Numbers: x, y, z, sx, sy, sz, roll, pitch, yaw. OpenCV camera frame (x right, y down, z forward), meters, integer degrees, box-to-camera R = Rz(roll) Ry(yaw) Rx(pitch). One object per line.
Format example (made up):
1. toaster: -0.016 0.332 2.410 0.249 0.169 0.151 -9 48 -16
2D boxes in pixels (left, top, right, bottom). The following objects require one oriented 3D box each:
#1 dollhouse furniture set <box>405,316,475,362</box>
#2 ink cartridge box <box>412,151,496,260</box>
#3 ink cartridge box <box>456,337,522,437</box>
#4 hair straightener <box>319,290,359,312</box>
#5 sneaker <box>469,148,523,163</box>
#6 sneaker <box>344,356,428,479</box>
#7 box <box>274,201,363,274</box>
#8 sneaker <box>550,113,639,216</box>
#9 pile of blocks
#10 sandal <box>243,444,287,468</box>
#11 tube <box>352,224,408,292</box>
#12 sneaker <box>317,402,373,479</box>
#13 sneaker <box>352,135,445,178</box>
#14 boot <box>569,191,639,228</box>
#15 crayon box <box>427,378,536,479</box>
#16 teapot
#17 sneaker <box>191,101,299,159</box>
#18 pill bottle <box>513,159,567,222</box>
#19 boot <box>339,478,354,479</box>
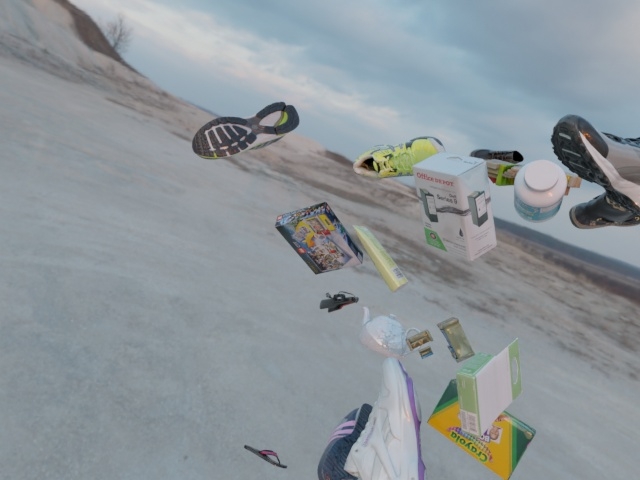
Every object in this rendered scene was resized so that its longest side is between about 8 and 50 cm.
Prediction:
1. dollhouse furniture set: 0.396 0.353 1.635 0.129 0.183 0.130 38 27 -79
2. ink cartridge box: 0.415 -0.111 1.519 0.121 0.289 0.211 -27 27 -20
3. ink cartridge box: 0.438 0.367 1.254 0.056 0.171 0.235 5 20 45
4. hair straightener: 0.059 0.226 1.799 0.089 0.047 0.230 25 -22 -24
5. sneaker: 0.778 -0.374 2.159 0.221 0.083 0.118 2 -3 -17
6. sneaker: 0.114 0.360 0.904 0.152 0.305 0.114 -10 -42 16
7. box: 0.000 0.000 1.384 0.159 0.044 0.233 -14 -45 27
8. sneaker: 0.458 -0.122 0.738 0.271 0.108 0.100 25 17 -23
9. pile of blocks: 0.778 -0.221 1.848 0.362 0.113 0.149 18 23 31
10. sandal: -0.201 0.796 1.819 0.179 0.040 0.067 25 -22 10
11. tube: 0.184 0.050 1.524 0.240 0.062 0.070 58 -18 18
12. sneaker: 0.059 0.569 1.310 0.112 0.131 0.319 53 29 7
13. sneaker: 0.283 -0.281 1.778 0.147 0.145 0.384 -32 18 -35
14. boot: 1.147 -0.147 1.772 0.376 0.138 0.284 -7 -14 -1
15. crayon box: 0.496 0.579 1.516 0.278 0.166 0.081 30 3 30
16. teapot: 0.318 0.442 2.320 0.255 0.187 0.252 26 -4 -15
17. sneaker: -0.204 -0.281 1.336 0.299 0.111 0.121 -20 -6 -20
18. pill bottle: 0.677 -0.156 1.511 0.146 0.146 0.264 25 -5 26
19. boot: 0.066 0.551 1.037 0.152 0.197 0.073 34 35 -34
